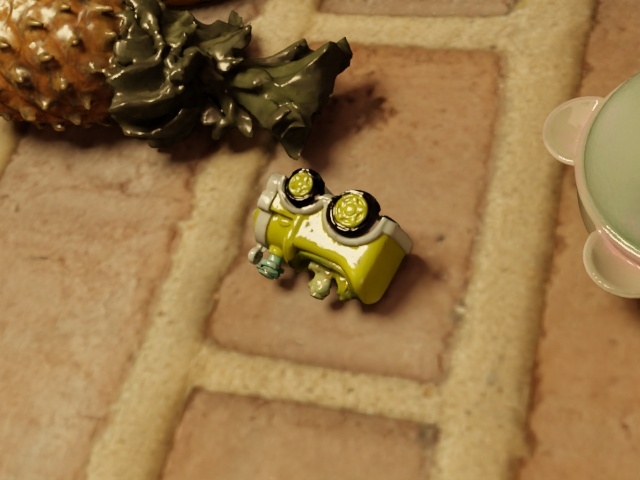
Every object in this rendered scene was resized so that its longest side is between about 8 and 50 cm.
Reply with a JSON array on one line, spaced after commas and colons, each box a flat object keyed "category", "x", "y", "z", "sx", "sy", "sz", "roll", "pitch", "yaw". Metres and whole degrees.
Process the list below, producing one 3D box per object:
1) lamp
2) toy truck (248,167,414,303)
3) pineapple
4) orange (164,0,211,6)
[{"category": "lamp", "x": 0.275, "y": -0.053, "z": 0.617, "sx": 0.246, "sy": 0.108, "sz": 0.179, "roll": -11, "pitch": 59, "yaw": 4}, {"category": "toy truck", "x": 0.000, "y": 0.000, "z": 0.666, "sx": 0.111, "sy": 0.076, "sz": 0.077, "roll": 23, "pitch": 83, "yaw": 26}, {"category": "pineapple", "x": -0.132, "y": -0.147, "z": 0.760, "sx": 0.310, "sy": 0.141, "sz": 0.170, "roll": 12, "pitch": 34, "yaw": 11}, {"category": "orange", "x": -0.154, "y": -0.355, "z": 0.834, "sx": 0.274, "sy": 0.310, "sz": 0.274, "roll": -26, "pitch": 35, "yaw": 20}]
